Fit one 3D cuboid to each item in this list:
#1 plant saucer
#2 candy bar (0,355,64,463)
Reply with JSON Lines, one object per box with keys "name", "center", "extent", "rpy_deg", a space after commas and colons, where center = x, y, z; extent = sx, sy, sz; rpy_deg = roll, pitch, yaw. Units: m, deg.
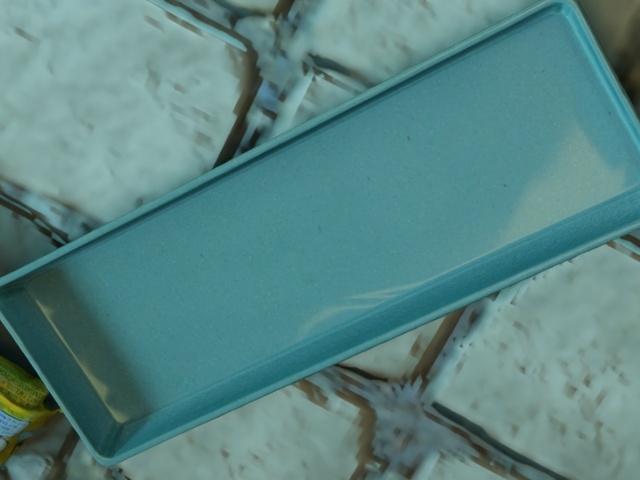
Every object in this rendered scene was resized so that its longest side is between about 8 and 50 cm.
{"name": "plant saucer", "center": [0.000, 0.000, 0.485], "extent": [0.192, 0.018, 0.067], "rpy_deg": [-26, 105, 20]}
{"name": "candy bar", "center": [-0.149, 0.014, 0.523], "extent": [0.161, 0.018, 0.040], "rpy_deg": [35, 119, -5]}
